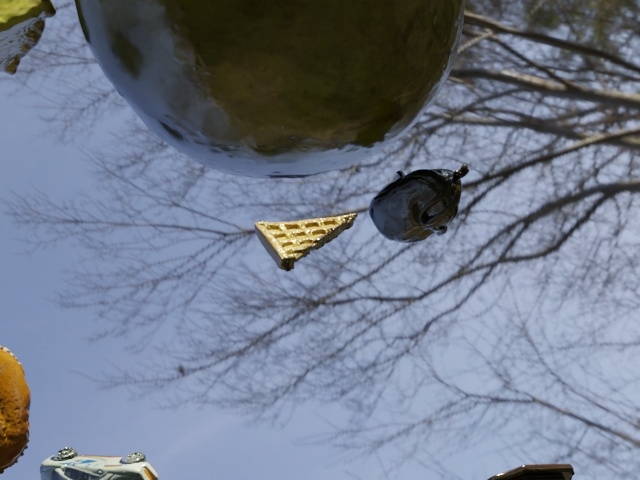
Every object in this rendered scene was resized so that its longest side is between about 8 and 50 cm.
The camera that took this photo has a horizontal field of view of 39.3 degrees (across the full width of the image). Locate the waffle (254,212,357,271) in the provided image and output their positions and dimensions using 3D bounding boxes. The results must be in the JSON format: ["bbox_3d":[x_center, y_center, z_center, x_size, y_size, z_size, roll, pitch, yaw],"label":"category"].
[{"bbox_3d":[0.000,0.000,1.121,0.152,0.097,0.023,-6,-58,-29],"label":"waffle"}]

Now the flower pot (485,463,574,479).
[{"bbox_3d":[0.273,0.428,1.346,0.179,0.084,0.251,9,-43,-37],"label":"flower pot"}]

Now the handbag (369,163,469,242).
[{"bbox_3d":[0.090,-0.032,0.791,0.047,0.111,0.072,-41,-85,-35],"label":"handbag"}]

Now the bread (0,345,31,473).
[{"bbox_3d":[-0.492,0.243,1.298,0.132,0.114,0.190,-7,-91,-30],"label":"bread"}]

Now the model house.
[{"bbox_3d":[-0.506,-0.274,1.187,0.175,0.193,0.234,47,-132,-13],"label":"model house"}]

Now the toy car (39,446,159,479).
[{"bbox_3d":[-0.283,0.320,1.142,0.056,0.205,0.095,-34,-64,-59],"label":"toy car"}]

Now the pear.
[{"bbox_3d":[-0.049,-0.226,0.785,0.352,0.352,0.413,-36,-27,-23],"label":"pear"}]
